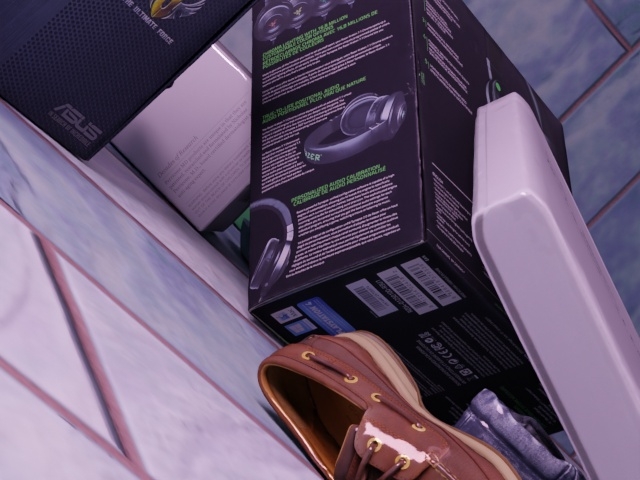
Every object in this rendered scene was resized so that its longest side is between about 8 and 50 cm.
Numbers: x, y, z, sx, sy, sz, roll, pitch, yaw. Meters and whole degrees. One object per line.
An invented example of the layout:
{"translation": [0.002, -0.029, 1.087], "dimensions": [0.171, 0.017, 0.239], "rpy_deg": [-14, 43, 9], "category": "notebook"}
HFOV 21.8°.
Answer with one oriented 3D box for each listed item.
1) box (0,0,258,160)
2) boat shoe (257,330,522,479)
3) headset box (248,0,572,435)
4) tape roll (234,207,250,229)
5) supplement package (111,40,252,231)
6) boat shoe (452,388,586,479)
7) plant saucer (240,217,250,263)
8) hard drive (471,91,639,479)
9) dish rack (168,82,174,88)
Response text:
{"translation": [-0.137, -0.169, 0.889], "dimensions": [0.059, 0.183, 0.233], "rpy_deg": [49, 4, 39], "category": "box"}
{"translation": [0.032, 0.104, 0.731], "dimensions": [0.060, 0.064, 0.178], "rpy_deg": [1, 31, -39], "category": "boat shoe"}
{"translation": [0.069, -0.032, 1.132], "dimensions": [0.246, 0.131, 0.283], "rpy_deg": [42, 36, -44], "category": "headset box"}
{"translation": [0.000, 0.000, 1.595], "dimensions": [0.321, 0.077, 0.321], "rpy_deg": [45, 3, -3], "category": "tape roll"}
{"translation": [-0.106, -0.104, 1.215], "dimensions": [0.179, 0.105, 0.105], "rpy_deg": [45, 5, 3], "category": "supplement package"}
{"translation": [0.110, 0.151, 0.832], "dimensions": [0.183, 0.083, 0.065], "rpy_deg": [43, 3, -35], "category": "boat shoe"}
{"translation": [-0.025, 0.032, 1.298], "dimensions": [0.119, 0.021, 0.119], "rpy_deg": [45, 3, -3], "category": "plant saucer"}
{"translation": [0.142, 0.035, 0.933], "dimensions": [0.203, 0.040, 0.307], "rpy_deg": [63, 11, -10], "category": "hard drive"}
{"translation": [-0.204, -0.220, 1.060], "dimensions": [0.271, 0.074, 0.208], "rpy_deg": [44, -26, 23], "category": "dish rack"}
